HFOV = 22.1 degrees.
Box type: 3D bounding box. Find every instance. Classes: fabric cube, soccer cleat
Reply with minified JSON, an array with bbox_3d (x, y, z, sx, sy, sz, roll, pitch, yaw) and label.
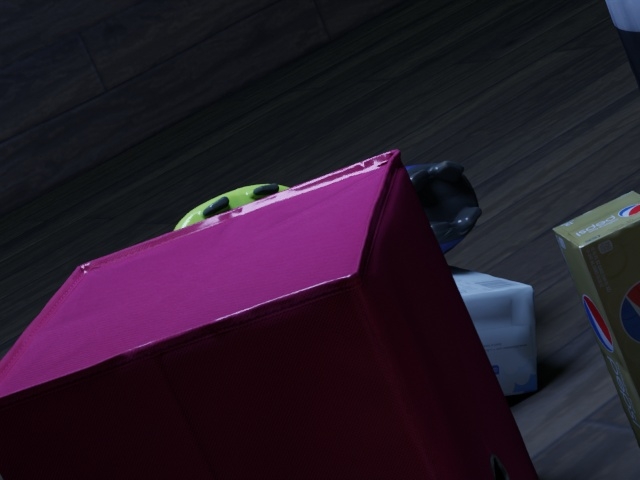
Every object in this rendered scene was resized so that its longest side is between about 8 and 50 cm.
[{"bbox_3d":[-0.025,0.129,1.046,0.259,0.258,0.254,-19,14,15],"label":"fabric cube"},{"bbox_3d":[0.001,0.001,1.336,0.289,0.093,0.121,-12,-14,-34],"label":"soccer cleat"}]

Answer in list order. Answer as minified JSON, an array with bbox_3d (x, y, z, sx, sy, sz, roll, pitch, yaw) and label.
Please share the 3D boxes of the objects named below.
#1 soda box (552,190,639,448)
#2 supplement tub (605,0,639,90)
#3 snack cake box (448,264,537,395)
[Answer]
[{"bbox_3d":[0.214,0.065,1.051,0.061,0.181,0.058,-25,15,-4],"label":"soda box"},{"bbox_3d":[0.322,-0.064,1.031,0.207,0.338,0.207,-21,15,6],"label":"supplement tub"},{"bbox_3d":[0.051,0.071,1.373,0.152,0.089,0.264,-6,9,-21],"label":"snack cake box"}]
